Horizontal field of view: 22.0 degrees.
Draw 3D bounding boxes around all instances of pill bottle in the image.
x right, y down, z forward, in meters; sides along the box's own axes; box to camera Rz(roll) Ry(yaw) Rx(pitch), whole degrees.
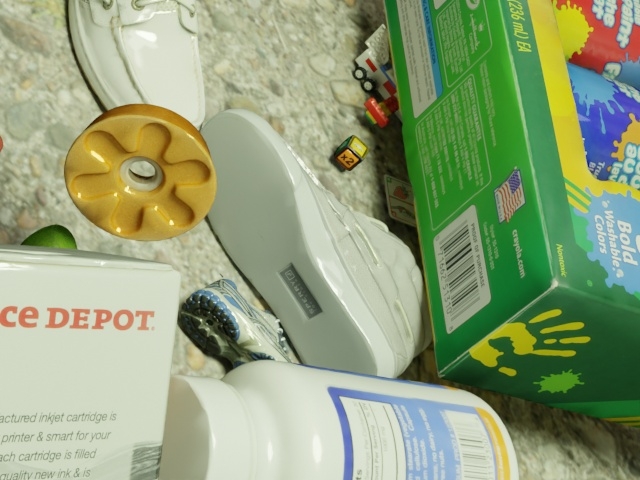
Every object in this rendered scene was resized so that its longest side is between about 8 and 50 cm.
[{"bbox_3d":[-0.002,0.166,1.175,0.272,0.152,0.152,12,57,-38],"label":"pill bottle"}]

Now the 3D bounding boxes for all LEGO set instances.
[{"bbox_3d":[0.114,-0.086,1.527,0.244,0.060,0.182,20,48,-34],"label":"LEGO set"}]

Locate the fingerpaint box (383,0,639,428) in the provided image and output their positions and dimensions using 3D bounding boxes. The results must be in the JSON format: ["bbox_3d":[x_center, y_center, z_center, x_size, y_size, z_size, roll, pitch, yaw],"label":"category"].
[{"bbox_3d":[0.266,-0.068,1.463,0.371,0.163,0.445,17,50,-30],"label":"fingerpaint box"}]

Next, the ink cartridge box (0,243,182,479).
[{"bbox_3d":[-0.200,0.136,0.939,0.197,0.114,0.273,5,95,-42],"label":"ink cartridge box"}]

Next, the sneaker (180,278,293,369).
[{"bbox_3d":[-0.044,0.082,1.268,0.135,0.052,0.058,51,34,-7],"label":"sneaker"}]

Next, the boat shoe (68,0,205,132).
[{"bbox_3d":[-0.145,-0.206,1.324,0.098,0.096,0.277,-4,67,-46],"label":"boat shoe"}]

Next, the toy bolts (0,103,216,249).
[{"bbox_3d":[-0.193,0.007,1.060,0.228,0.218,0.158,29,33,-17],"label":"toy bolts"}]

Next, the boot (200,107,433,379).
[{"bbox_3d":[0.000,0.000,1.346,0.123,0.095,0.258,-33,97,-55],"label":"boot"}]
